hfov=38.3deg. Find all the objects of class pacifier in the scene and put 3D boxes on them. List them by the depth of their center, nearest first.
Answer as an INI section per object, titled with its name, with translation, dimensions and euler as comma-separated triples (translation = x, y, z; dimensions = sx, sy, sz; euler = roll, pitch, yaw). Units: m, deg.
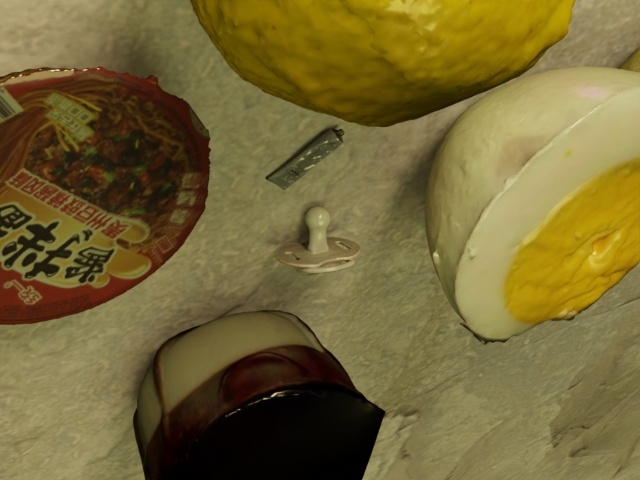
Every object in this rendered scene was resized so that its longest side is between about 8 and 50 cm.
[pacifier]
translation = 0.000, 0.000, 1.027
dimensions = 0.099, 0.081, 0.078
euler = -11, 112, -29

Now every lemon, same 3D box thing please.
[lemon]
translation = 0.050, -0.212, 0.634
dimensions = 0.321, 0.268, 0.268
euler = -3, 136, -44

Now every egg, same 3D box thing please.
[egg]
translation = 0.233, -0.067, 1.005
dimensions = 0.337, 0.201, 0.337
euler = -21, 137, -21

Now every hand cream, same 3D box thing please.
[hand cream]
translation = -0.013, -0.084, 0.953
dimensions = 0.093, 0.019, 0.030
euler = -39, 143, 14

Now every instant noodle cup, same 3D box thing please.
[instant noodle cup]
translation = -0.230, -0.053, 0.757
dimensions = 0.274, 0.091, 0.274
euler = -21, 143, -17

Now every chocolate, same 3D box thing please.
[chocolate]
translation = -0.084, 0.196, 1.093
dimensions = 0.283, 0.186, 0.284
euler = -13, 137, -12

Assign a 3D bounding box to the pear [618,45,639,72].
[pear]
translation = 0.415, -0.168, 1.077
dimensions = 0.167, 0.136, 0.167
euler = -36, 160, -15
